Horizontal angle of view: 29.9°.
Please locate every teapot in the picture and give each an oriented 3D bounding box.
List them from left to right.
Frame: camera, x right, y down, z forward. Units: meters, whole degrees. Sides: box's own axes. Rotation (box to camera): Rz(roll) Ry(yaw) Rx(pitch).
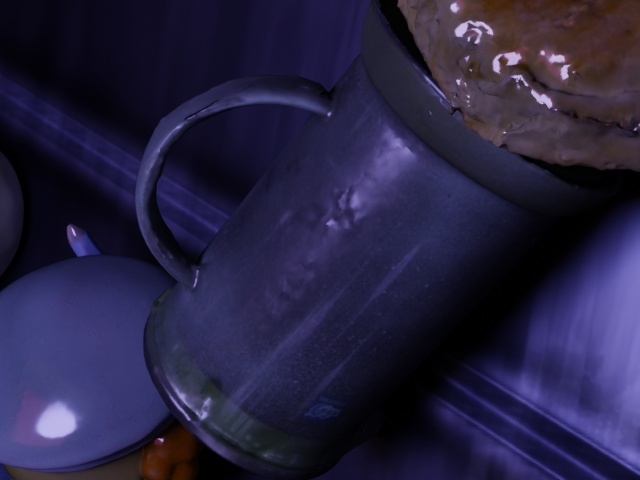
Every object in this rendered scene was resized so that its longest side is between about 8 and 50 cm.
[{"bbox_3d":[0.000,0.000,0.821,0.337,0.270,0.200,-51,26,27],"label":"teapot"}]

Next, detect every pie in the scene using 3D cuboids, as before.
[{"bbox_3d":[0.205,-0.178,0.669,0.340,0.083,0.339,-4,59,7],"label":"pie"}]

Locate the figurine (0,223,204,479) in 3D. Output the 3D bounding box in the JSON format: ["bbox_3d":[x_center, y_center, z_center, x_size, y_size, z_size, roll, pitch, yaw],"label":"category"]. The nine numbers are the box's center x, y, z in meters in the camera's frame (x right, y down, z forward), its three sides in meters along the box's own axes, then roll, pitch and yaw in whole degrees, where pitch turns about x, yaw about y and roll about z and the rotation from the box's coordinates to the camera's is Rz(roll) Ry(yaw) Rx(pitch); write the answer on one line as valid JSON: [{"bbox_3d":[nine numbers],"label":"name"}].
[{"bbox_3d":[-0.221,0.194,1.016,0.224,0.205,0.381,46,128,41],"label":"figurine"}]

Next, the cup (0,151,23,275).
[{"bbox_3d":[-0.431,0.009,1.201,0.173,0.202,0.255,27,103,38],"label":"cup"}]
